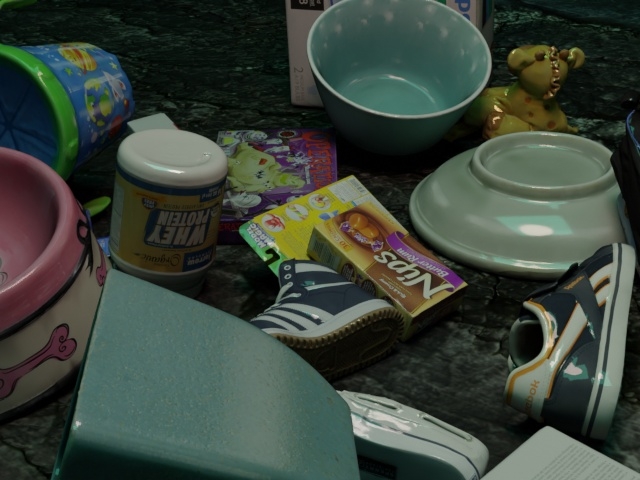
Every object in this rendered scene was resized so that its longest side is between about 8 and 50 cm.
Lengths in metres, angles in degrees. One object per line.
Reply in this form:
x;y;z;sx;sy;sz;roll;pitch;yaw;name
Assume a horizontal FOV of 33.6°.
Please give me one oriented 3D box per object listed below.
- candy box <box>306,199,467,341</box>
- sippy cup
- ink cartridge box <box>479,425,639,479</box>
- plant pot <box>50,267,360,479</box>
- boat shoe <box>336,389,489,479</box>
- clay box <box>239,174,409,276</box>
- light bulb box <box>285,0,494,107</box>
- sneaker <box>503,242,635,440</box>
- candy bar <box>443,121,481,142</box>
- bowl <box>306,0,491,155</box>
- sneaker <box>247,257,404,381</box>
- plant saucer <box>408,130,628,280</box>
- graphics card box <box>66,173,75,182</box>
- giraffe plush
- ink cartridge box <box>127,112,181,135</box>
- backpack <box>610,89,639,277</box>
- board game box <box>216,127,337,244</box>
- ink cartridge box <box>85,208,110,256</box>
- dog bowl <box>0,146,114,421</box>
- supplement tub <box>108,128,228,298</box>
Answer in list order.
0.084;0.036;1.368;0.109;0.053;0.186;-25;55;-37;candy box
-0.407;-0.198;1.597;0.240;0.306;0.224;26;31;16;sippy cup
0.218;0.295;0.928;0.238;0.060;0.275;25;39;38;ink cartridge box
-0.105;0.212;0.928;0.252;0.248;0.247;15;26;-12;plant pot
0.047;0.203;1.095;0.258;0.095;0.084;22;30;19;boat shoe
0.000;0.000;1.453;0.222;0.053;0.127;-25;62;-36;clay box
0.137;-0.440;1.994;0.360;0.358;0.225;5;31;16;light bulb box
0.292;0.093;1.231;0.127;0.126;0.321;12;32;14;sneaker
0.281;-0.206;1.906;0.161;0.018;0.040;-20;36;-31;candy bar
0.126;-0.265;1.815;0.311;0.163;0.312;2;52;-3;bowl
-0.054;0.105;1.256;0.282;0.099;0.153;-13;34;-33;sneaker
0.331;-0.079;1.581;0.400;0.101;0.400;-1;27;1;plant saucer
-0.607;-0.094;1.673;0.232;0.094;0.371;19;35;33;graphics card box
0.360;-0.261;1.819;0.181;0.171;0.210;-25;42;-36;giraffe plush
-0.236;-0.101;1.603;0.063;0.151;0.109;-18;32;-21;ink cartridge box
0.525;-0.048;1.368;0.263;0.213;0.277;-2;56;-3;backpack
-0.076;-0.094;1.692;0.208;0.056;0.347;2;28;-2;board game box
-0.425;0.029;1.469;0.311;0.065;0.186;-4;29;-8;ink cartridge box
-0.457;0.036;1.276;0.407;0.150;0.408;0;41;0;dog bowl
-0.203;-0.032;1.395;0.144;0.200;0.144;9;28;-4;supplement tub
